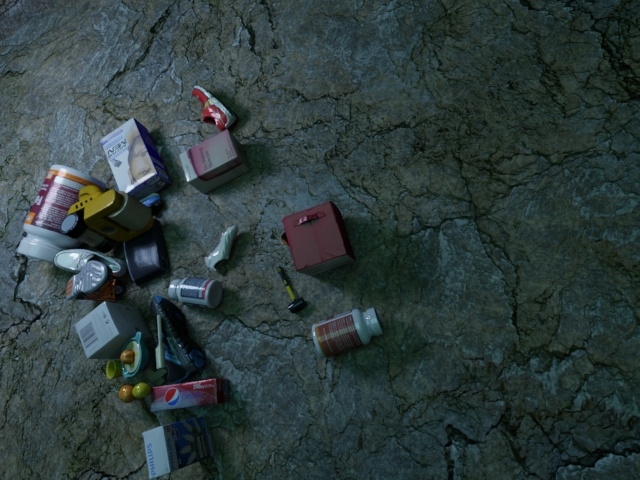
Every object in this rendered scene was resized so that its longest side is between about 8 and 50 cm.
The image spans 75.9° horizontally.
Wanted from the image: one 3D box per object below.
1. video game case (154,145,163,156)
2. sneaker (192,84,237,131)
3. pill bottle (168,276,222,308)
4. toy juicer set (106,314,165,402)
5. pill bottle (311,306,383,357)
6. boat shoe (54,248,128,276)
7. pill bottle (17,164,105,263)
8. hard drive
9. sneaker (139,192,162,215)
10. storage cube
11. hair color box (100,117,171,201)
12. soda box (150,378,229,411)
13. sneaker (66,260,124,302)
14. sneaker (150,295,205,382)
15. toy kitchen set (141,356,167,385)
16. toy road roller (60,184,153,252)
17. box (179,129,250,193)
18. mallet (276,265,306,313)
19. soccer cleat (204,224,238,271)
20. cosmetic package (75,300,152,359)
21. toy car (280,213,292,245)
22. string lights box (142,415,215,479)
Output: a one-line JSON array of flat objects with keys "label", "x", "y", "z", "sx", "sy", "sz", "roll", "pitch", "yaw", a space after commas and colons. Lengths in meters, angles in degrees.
[{"label": "video game case", "x": -0.797, "y": -0.361, "z": 1.858, "sx": 0.143, "sy": 0.019, "sz": 0.157, "roll": 10, "pitch": 77, "yaw": 19}, {"label": "sneaker", "x": -0.487, "y": -0.576, "z": 1.793, "sx": 0.279, "sy": 0.107, "sz": 0.118, "roll": 43, "pitch": 98, "yaw": 25}, {"label": "pill bottle", "x": -0.472, "y": 0.193, "z": 1.547, "sx": 0.180, "sy": 0.108, "sz": 0.108, "roll": 4, "pitch": 75, "yaw": 17}, {"label": "toy juicer set", "x": -0.649, "y": 0.441, "z": 1.445, "sx": 0.329, "sy": 0.089, "sz": 0.209, "roll": -46, "pitch": 56, "yaw": 21}, {"label": "pill bottle", "x": 0.090, "y": 0.297, "z": 1.346, "sx": 0.216, "sy": 0.121, "sz": 0.121, "roll": -21, "pitch": 69, "yaw": 9}, {"label": "boat shoe", "x": -0.935, "y": 0.087, "z": 1.660, "sx": 0.277, "sy": 0.096, "sz": 0.098, "roll": 8, "pitch": 81, "yaw": -10}, {"label": "pill bottle", "x": -1.108, "y": -0.103, "z": 1.757, "sx": 0.224, "sy": 0.224, "sz": 0.392, "roll": 13, "pitch": 77, "yaw": 19}, {"label": "hard drive", "x": -0.727, "y": 0.042, "z": 1.695, "sx": 0.172, "sy": 0.054, "sz": 0.254, "roll": -24, "pitch": 69, "yaw": 8}, {"label": "sneaker", "x": -0.744, "y": -0.132, "z": 1.751, "sx": 0.152, "sy": 0.058, "sz": 0.084, "roll": -32, "pitch": 59, "yaw": -2}, {"label": "storage cube", "x": 0.000, "y": 0.000, "z": 1.419, "sx": 0.184, "sy": 0.215, "sz": 0.193, "roll": -19, "pitch": 76, "yaw": 9}, {"label": "hair color box", "x": -0.808, "y": -0.347, "z": 1.790, "sx": 0.185, "sy": 0.110, "sz": 0.338, "roll": -33, "pitch": 69, "yaw": 4}, {"label": "soda box", "x": -0.459, "y": 0.542, "z": 1.444, "sx": 0.263, "sy": 0.092, "sz": 0.083, "roll": -12, "pitch": 70, "yaw": 12}, {"label": "sneaker", "x": -0.845, "y": 0.166, "z": 1.610, "sx": 0.321, "sy": 0.180, "sz": 0.124, "roll": -18, "pitch": 66, "yaw": 39}, {"label": "sneaker", "x": -0.565, "y": 0.358, "z": 1.515, "sx": 0.140, "sy": 0.125, "sz": 0.341, "roll": -39, "pitch": 65, "yaw": 7}, {"label": "toy kitchen set", "x": -0.605, "y": 0.480, "z": 1.539, "sx": 0.068, "sy": 0.075, "sz": 0.083, "roll": -41, "pitch": 107, "yaw": 5}, {"label": "toy road roller", "x": -0.860, "y": -0.125, "z": 1.658, "sx": 0.330, "sy": 0.202, "sz": 0.240, "roll": -23, "pitch": 58, "yaw": 13}, {"label": "box", "x": -0.432, "y": -0.320, "z": 1.682, "sx": 0.232, "sy": 0.127, "sz": 0.148, "roll": -26, "pitch": 69, "yaw": 7}, {"label": "mallet", "x": -0.108, "y": 0.169, "z": 1.491, "sx": 0.062, "sy": 0.039, "sz": 0.189, "roll": -25, "pitch": 64, "yaw": 7}, {"label": "soccer cleat", "x": -0.369, "y": 0.031, "z": 1.594, "sx": 0.076, "sy": 0.068, "sz": 0.196, "roll": 38, "pitch": 94, "yaw": 18}, {"label": "cosmetic package", "x": -0.775, "y": 0.343, "z": 1.546, "sx": 0.151, "sy": 0.184, "sz": 0.151, "roll": -38, "pitch": 67, "yaw": 4}, {"label": "toy car", "x": -0.117, "y": -0.035, "z": 1.564, "sx": 0.040, "sy": 0.060, "sz": 0.122, "roll": -27, "pitch": 38, "yaw": 53}, {"label": "string lights box", "x": -0.447, "y": 0.654, "z": 1.316, "sx": 0.077, "sy": 0.259, "sz": 0.133, "roll": -23, "pitch": 69, "yaw": 8}]
